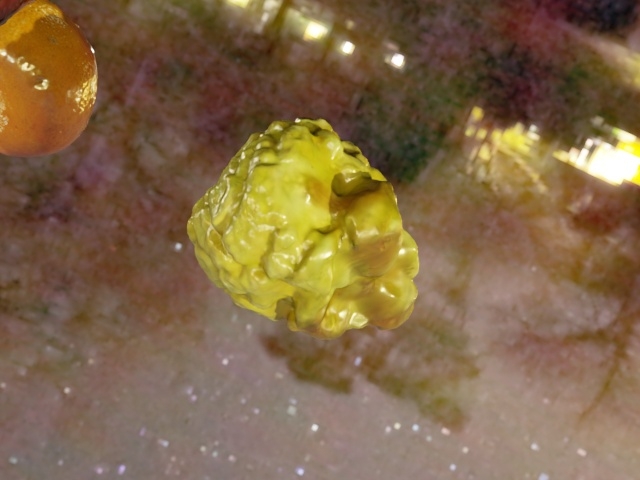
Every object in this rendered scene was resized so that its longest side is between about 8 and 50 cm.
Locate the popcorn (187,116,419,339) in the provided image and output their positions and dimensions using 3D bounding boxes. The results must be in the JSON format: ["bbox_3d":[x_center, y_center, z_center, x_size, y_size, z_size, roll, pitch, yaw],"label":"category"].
[{"bbox_3d":[0.000,0.000,1.147,0.251,0.206,0.237,36,170,-2],"label":"popcorn"}]

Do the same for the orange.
[{"bbox_3d":[-0.400,-0.221,1.488,0.224,0.224,0.170,27,-137,13],"label":"orange"}]

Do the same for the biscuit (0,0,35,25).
[{"bbox_3d":[-0.304,-0.257,0.778,0.081,0.334,0.289,42,172,34],"label":"biscuit"}]
